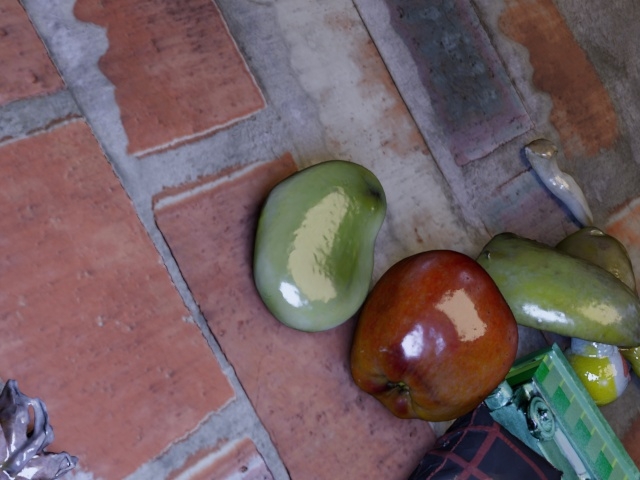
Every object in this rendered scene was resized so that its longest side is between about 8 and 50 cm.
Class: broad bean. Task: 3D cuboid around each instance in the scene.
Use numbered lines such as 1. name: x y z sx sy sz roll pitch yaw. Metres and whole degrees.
1. broad bean: 0.000 0.000 1.747 0.189 0.121 0.263 37 48 -23

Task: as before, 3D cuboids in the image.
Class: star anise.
1. star anise: -0.319 0.239 1.311 0.195 0.065 0.182 53 41 -18

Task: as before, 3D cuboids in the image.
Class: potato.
1. potato: 0.381 0.075 1.975 0.269 0.255 0.112 -13 118 -60
2. potato: 0.464 0.076 2.197 0.154 0.137 0.200 47 32 -65

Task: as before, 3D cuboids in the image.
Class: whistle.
1. whistle: 0.445 0.177 2.085 0.123 0.123 0.223 -23 118 -50

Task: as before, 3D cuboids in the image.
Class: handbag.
1. handbag: 0.210 0.338 1.757 0.169 0.155 0.215 46 42 1

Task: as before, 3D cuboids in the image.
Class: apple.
1. apple: 0.155 0.136 1.768 0.234 0.234 0.234 25 52 -37

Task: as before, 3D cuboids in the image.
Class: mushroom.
1. mushroom: 0.437 -0.101 2.330 0.202 0.054 0.059 51 39 -20

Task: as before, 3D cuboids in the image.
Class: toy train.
1. toy train: 0.353 0.315 1.952 0.301 0.120 0.202 56 36 -7

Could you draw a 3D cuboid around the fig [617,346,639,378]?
1. fig: 0.590 0.193 2.279 0.257 0.159 0.159 8 62 -25
